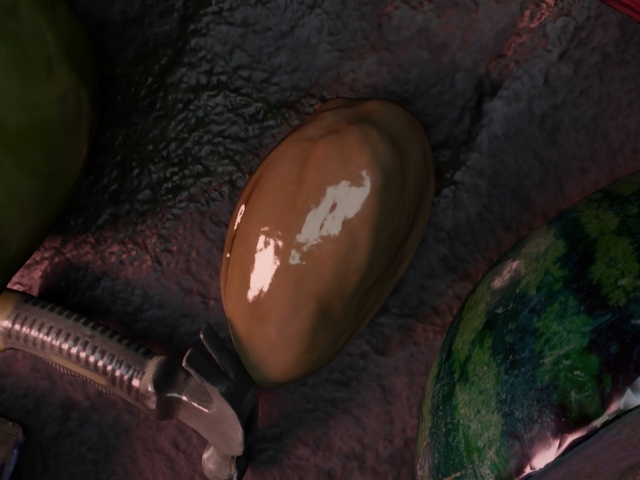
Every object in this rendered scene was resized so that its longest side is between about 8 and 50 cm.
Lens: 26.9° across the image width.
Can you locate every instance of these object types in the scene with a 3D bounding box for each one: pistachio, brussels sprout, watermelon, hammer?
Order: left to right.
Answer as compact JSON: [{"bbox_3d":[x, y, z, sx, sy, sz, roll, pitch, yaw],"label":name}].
[{"bbox_3d":[-0.301,-0.104,0.897,0.289,0.281,0.354,13,131,22],"label":"brussels sprout"},{"bbox_3d":[-0.151,0.094,0.999,0.227,0.041,0.158,23,143,14],"label":"hammer"},{"bbox_3d":[0.000,0.000,0.960,0.136,0.136,0.226,26,106,5],"label":"pistachio"},{"bbox_3d":[0.177,0.079,0.934,0.292,0.319,0.222,-18,60,4],"label":"watermelon"}]

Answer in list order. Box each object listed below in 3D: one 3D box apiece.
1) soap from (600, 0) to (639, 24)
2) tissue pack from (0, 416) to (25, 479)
[{"bbox_3d":[0.233,-0.185,0.834,0.162,0.250,0.099,31,99,6],"label":"soap"},{"bbox_3d":[-0.362,0.244,1.039,0.209,0.137,0.269,19,96,6],"label":"tissue pack"}]
